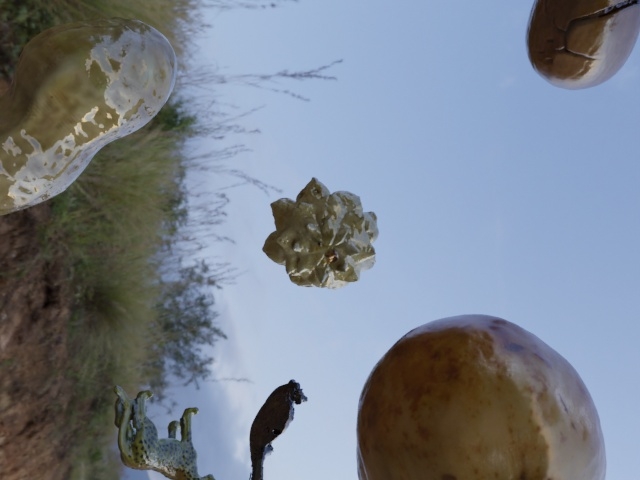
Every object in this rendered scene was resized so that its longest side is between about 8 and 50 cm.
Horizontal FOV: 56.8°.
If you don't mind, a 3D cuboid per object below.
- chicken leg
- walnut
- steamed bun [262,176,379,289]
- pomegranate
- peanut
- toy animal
[{"bbox_3d":[-0.104,0.404,1.212,0.106,0.051,0.253,5,-110,52],"label":"chicken leg"},{"bbox_3d":[0.482,-0.414,1.088,0.203,0.203,0.297,47,-18,39],"label":"walnut"},{"bbox_3d":[0.000,0.000,1.438,0.137,0.292,0.295,-96,-178,-67],"label":"steamed bun"},{"bbox_3d":[0.142,0.192,0.544,0.248,0.248,0.248,36,-46,48],"label":"pomegranate"},{"bbox_3d":[-0.184,-0.085,0.404,0.089,0.193,0.089,44,-8,8],"label":"peanut"},{"bbox_3d":[-0.229,0.290,0.834,0.181,0.073,0.136,46,20,-45],"label":"toy animal"}]
